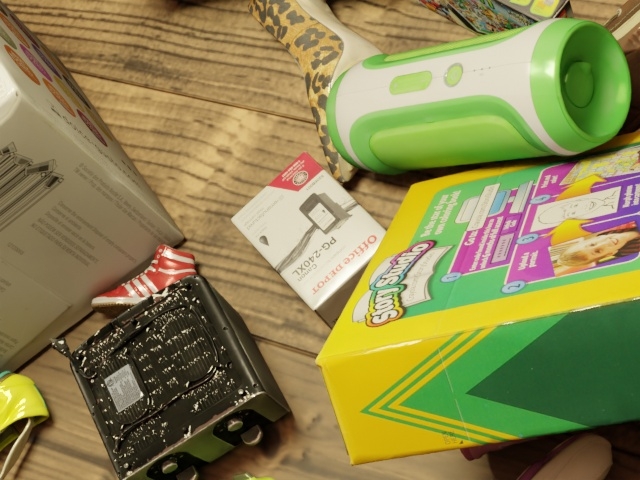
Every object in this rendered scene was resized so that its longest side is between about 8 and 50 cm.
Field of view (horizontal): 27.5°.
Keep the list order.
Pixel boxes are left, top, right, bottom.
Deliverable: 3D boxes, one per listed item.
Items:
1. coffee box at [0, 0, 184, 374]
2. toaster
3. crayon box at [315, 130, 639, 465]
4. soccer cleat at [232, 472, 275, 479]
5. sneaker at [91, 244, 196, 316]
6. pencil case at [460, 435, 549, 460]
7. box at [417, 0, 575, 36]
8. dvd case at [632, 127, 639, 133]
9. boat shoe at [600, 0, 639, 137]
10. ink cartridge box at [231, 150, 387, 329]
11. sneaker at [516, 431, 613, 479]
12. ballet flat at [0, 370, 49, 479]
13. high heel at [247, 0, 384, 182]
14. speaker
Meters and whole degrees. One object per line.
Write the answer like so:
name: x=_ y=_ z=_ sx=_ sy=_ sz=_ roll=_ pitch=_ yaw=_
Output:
coffee box: x=-0.418 y=-0.075 z=1.369 sx=0.338 sy=0.337 sz=0.334 roll=-38 pitch=58 yaw=1
toaster: x=-0.145 y=0.140 z=1.295 sx=0.168 sy=0.110 sz=0.185 roll=-33 pitch=59 yaw=3
crayon box: x=0.196 y=0.028 z=1.085 sx=0.313 sy=0.106 sz=0.363 roll=-14 pitch=19 yaw=22
soccer cleat: x=-0.148 y=0.327 z=1.238 sx=0.289 sy=0.093 sz=0.121 roll=-33 pitch=89 yaw=-1
sneaker: x=-0.186 y=0.042 z=1.396 sx=0.119 sy=0.042 sz=0.067 roll=-7 pitch=68 yaw=10
pencil case: x=0.243 y=0.109 z=1.156 sx=0.284 sy=0.124 sz=0.124 roll=-14 pitch=62 yaw=16
box: x=0.174 y=-0.247 z=1.352 sx=0.207 sy=0.114 sz=0.036 roll=35 pitch=82 yaw=31
dvd case: x=0.374 y=-0.065 z=1.245 sx=0.221 sy=0.018 sz=0.164 roll=-37 pitch=59 yaw=2
boat shoe: x=0.302 y=-0.179 z=1.300 sx=0.257 sy=0.095 sz=0.095 roll=-39 pitch=23 yaw=8
ink cartridge box: x=0.000 y=0.000 z=1.332 sx=0.109 sy=0.063 sz=0.150 roll=-43 pitch=58 yaw=-2
sneaker: x=0.186 y=0.311 z=1.105 sx=0.152 sy=0.114 sz=0.305 roll=28 pitch=82 yaw=15
ballet flat: x=-0.373 y=0.239 z=1.362 sx=0.077 sy=0.077 sz=0.231 roll=41 pitch=83 yaw=14
high heel: x=-0.014 y=-0.182 z=1.435 sx=0.186 sy=0.093 sz=0.261 roll=-7 pitch=77 yaw=46
speaker: x=0.142 y=-0.132 z=1.244 sx=0.297 sy=0.131 sz=0.131 roll=-3 pitch=62 yaw=49
